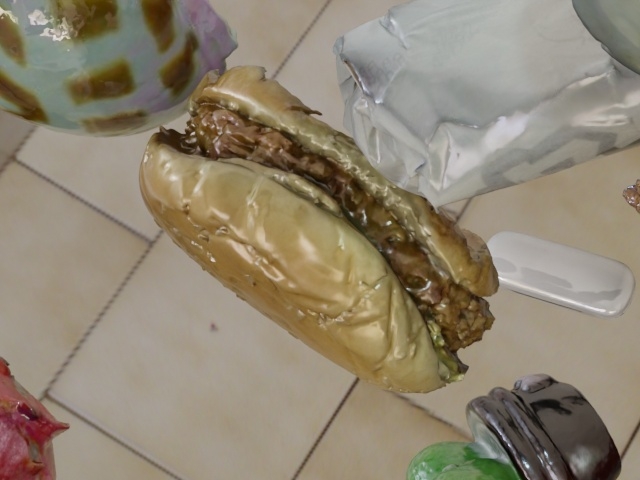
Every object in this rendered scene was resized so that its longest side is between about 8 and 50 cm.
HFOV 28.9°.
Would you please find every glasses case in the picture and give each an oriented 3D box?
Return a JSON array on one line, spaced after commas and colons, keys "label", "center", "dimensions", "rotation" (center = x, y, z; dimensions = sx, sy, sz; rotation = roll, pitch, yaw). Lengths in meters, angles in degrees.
[{"label": "glasses case", "center": [0.247, 0.036, 1.298], "dimensions": [0.164, 0.041, 0.063], "rotation": [16, 78, 24]}]

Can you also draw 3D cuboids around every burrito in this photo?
[{"label": "burrito", "center": [0.222, -0.125, 0.722], "dimensions": [0.446, 0.101, 0.139], "rotation": [-14, 47, 11]}]

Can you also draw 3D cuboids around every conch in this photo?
[{"label": "conch", "center": [-0.263, -0.210, 1.045], "dimensions": [0.368, 0.249, 0.197], "rotation": [21, 35, 19]}]

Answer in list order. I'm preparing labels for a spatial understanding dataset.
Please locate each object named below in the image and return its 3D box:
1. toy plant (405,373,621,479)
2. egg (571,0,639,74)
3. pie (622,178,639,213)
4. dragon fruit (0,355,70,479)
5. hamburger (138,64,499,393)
[{"label": "toy plant", "center": [0.192, 0.254, 1.315], "dimensions": [0.235, 0.218, 0.175], "rotation": [-27, 99, -7]}, {"label": "egg", "center": [0.224, -0.154, 0.549], "dimensions": [0.217, 0.183, 0.183], "rotation": [1, 61, 41]}, {"label": "pie", "center": [0.455, -0.071, 1.571], "dimensions": [0.033, 0.191, 0.088], "rotation": [15, 57, -22]}, {"label": "dragon fruit", "center": [-0.457, 0.254, 1.512], "dimensions": [0.386, 0.371, 0.249], "rotation": [26, 45, 15]}, {"label": "hamburger", "center": [-0.001, -0.001, 0.911], "dimensions": [0.283, 0.259, 0.144], "rotation": [31, 85, 2]}]
